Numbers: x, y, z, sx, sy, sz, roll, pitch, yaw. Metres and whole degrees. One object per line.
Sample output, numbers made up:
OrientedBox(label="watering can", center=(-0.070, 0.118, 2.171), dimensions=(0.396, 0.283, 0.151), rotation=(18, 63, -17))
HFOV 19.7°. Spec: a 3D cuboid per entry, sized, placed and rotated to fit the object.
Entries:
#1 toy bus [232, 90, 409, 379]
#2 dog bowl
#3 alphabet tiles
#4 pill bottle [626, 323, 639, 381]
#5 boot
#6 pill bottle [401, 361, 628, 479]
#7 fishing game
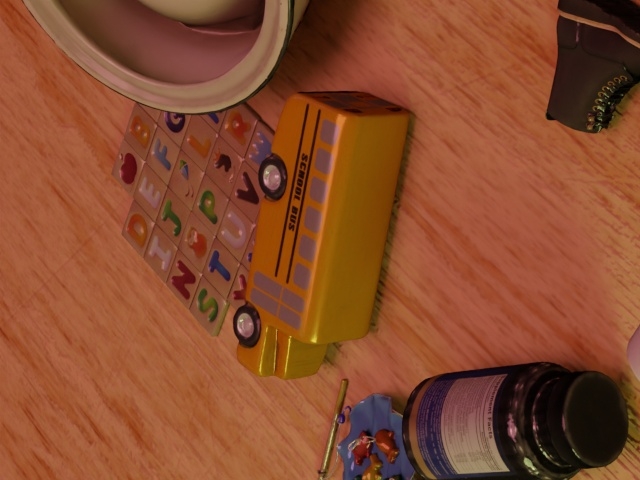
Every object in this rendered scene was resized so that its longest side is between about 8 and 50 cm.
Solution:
OrientedBox(label="toy bus", center=(0.000, 0.000, 2.058), dimensions=(0.130, 0.108, 0.333), rotation=(27, 114, 43))
OrientedBox(label="dog bowl", center=(-0.171, -0.352, 2.073), dimensions=(0.408, 0.150, 0.408), rotation=(20, 134, 22))
OrientedBox(label="alphabet tiles", center=(-0.151, -0.061, 2.300), dimensions=(0.342, 0.011, 0.285), rotation=(45, 127, 37))
OrientedBox(label="pill bottle", center=(0.378, 0.024, 1.586), dimensions=(0.152, 0.152, 0.272), rotation=(53, 131, 31))
OrientedBox(label="boot", center=(0.290, -0.148, 1.740), dimensions=(0.198, 0.076, 0.137), rotation=(42, 130, 54))
OrientedBox(label="pill bottle", center=(0.195, 0.185, 1.840), dimensions=(0.219, 0.122, 0.123), rotation=(-12, 85, 49))
OrientedBox(label="fishing game", center=(0.056, 0.261, 2.031), dimensions=(0.264, 0.041, 0.189), rotation=(51, 133, 54))
